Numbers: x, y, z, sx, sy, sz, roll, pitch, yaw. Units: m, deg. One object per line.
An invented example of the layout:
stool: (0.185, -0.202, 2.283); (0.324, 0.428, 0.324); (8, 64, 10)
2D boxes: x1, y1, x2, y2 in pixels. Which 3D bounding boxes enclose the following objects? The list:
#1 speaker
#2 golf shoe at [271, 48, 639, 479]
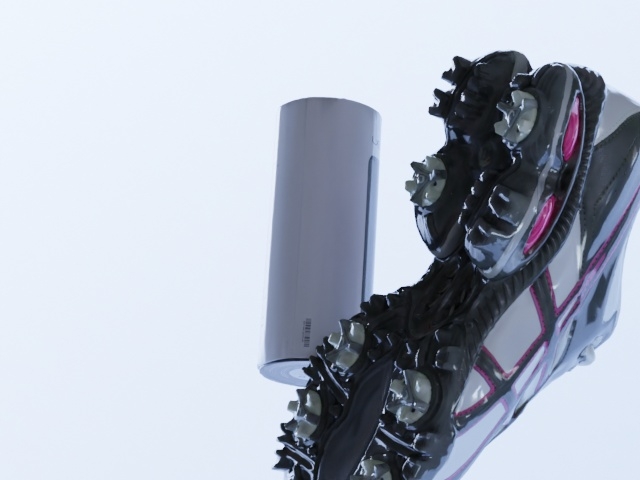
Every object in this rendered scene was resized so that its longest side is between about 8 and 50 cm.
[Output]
speaker: (0.000, 0.000, 0.972); (0.055, 0.055, 0.136); (4, -109, -1)
golf shoe: (0.073, 0.052, 0.899); (0.120, 0.273, 0.105); (19, -166, -35)
